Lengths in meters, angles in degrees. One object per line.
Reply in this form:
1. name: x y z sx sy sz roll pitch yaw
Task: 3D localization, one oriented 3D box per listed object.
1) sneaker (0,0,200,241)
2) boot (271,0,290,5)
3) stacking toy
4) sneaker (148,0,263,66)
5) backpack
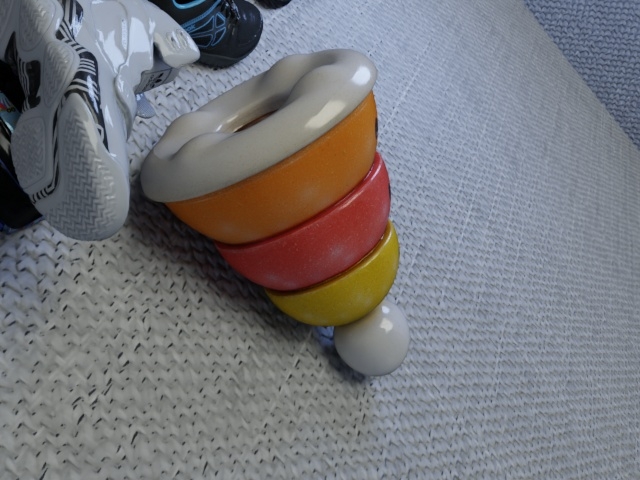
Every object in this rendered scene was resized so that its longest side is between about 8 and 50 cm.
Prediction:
1. sneaker: -0.224 -0.160 0.811 0.210 0.137 0.366 3 54 -47
2. boot: -0.007 -0.621 1.541 0.118 0.222 0.338 48 37 -12
3. stacking toy: 0.000 0.000 1.078 0.480 0.350 0.351 61 32 -24
4. sneaker: -0.188 -0.370 1.213 0.341 0.139 0.125 -23 79 -55
5. backpack: -0.348 -0.116 0.854 0.173 0.117 0.158 51 37 -8
